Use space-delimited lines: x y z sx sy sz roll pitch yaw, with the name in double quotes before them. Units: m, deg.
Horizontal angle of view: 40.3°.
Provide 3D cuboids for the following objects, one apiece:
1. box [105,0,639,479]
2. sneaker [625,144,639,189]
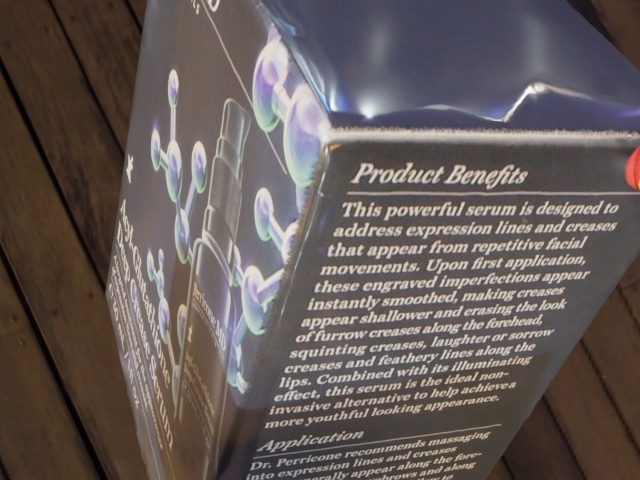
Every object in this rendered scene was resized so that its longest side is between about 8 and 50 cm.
"box" 0.000 0.000 0.586 0.211 0.396 0.294 -2 43 -24
"sneaker" 0.184 -0.004 0.359 0.107 0.118 0.279 1 99 -55
